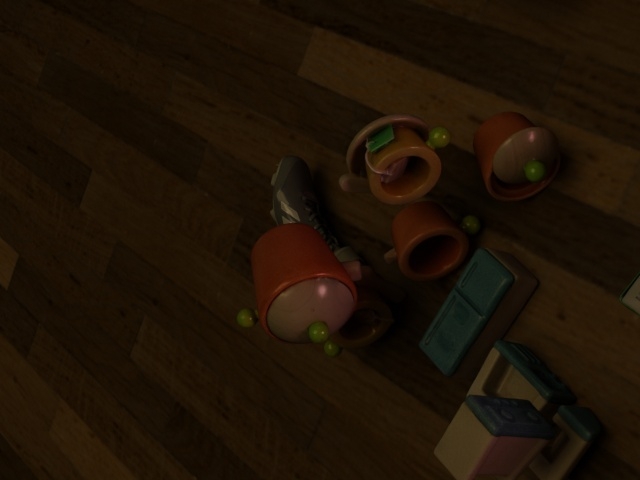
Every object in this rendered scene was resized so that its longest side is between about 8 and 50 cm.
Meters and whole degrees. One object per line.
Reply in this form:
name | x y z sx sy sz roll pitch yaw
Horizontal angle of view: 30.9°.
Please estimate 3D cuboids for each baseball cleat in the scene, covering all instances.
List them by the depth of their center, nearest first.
baseball cleat | 0.000 0.000 1.284 0.109 0.072 0.206 -10 78 32

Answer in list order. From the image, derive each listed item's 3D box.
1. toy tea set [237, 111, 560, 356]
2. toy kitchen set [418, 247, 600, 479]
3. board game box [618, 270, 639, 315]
toy tea set | 0.080 0.004 1.091 0.336 0.200 0.124 -46 42 23
toy kitchen set | 0.144 0.103 1.015 0.207 0.166 0.122 48 115 42
board game box | 0.397 -0.013 0.801 0.316 0.064 0.242 -54 46 9
